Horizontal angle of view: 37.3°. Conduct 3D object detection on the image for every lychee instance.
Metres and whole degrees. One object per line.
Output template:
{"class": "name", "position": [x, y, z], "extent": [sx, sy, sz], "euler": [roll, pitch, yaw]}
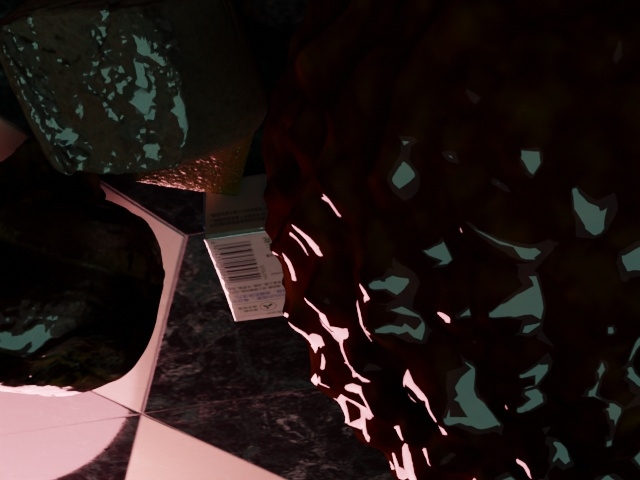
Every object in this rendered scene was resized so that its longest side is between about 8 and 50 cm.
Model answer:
{"class": "lychee", "position": [0.170, -0.052, 0.588], "extent": [0.425, 0.424, 0.499], "euler": [1, 103, -6]}

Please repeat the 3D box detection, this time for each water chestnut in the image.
{"class": "water chestnut", "position": [-0.237, 0.020, 0.800], "extent": [0.224, 0.238, 0.223], "euler": [11, 171, 2]}

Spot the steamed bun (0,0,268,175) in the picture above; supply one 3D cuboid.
{"class": "steamed bun", "position": [-0.135, -0.121, 0.674], "extent": [0.175, 0.106, 0.144], "euler": [-11, 126, 7]}

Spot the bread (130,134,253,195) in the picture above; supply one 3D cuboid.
{"class": "bread", "position": [-0.107, -0.080, 0.801], "extent": [0.095, 0.035, 0.090], "euler": [7, 141, -14]}

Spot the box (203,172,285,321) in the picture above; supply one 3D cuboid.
{"class": "box", "position": [0.001, 0.000, 0.884], "extent": [0.194, 0.073, 0.139], "euler": [-8, 142, 4]}
